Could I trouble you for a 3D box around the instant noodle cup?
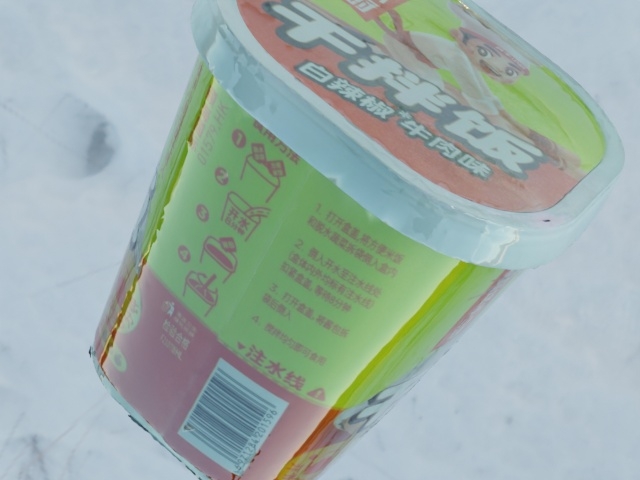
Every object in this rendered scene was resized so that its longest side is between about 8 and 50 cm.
[{"bbox_3d":[0.000,0.000,0.792,0.294,0.294,0.308,38,124,7],"label":"instant noodle cup"}]
